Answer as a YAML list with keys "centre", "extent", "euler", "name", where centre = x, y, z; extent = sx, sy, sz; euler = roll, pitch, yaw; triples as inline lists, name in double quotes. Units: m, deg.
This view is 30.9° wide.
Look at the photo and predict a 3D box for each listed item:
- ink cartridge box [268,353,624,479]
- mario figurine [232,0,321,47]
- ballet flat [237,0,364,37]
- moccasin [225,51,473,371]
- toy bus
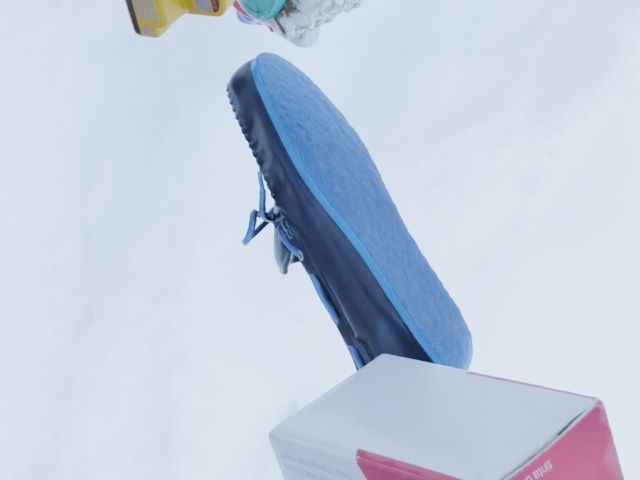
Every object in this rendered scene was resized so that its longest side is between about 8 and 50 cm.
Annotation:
- centre: [0.115, 0.253, 0.824]
  extent: [0.226, 0.131, 0.306]
  euler: [3, 115, 52]
  name: "ink cartridge box"
- centre: [-0.072, -0.437, 1.966]
  extent: [0.198, 0.320, 0.170]
  euler: [29, 93, -15]
  name: "mario figurine"
- centre: [0.056, -0.287, 0.731]
  extent: [0.147, 0.147, 0.409]
  euler: [18, 147, -15]
  name: "ballet flat"
- centre: [0.000, 0.000, 1.029]
  extent: [0.117, 0.138, 0.342]
  euler: [-32, 82, 33]
  name: "moccasin"
- centre: [-0.157, -0.421, 1.668]
  extent: [0.130, 0.332, 0.108]
  euler: [12, 137, 20]
  name: "toy bus"
